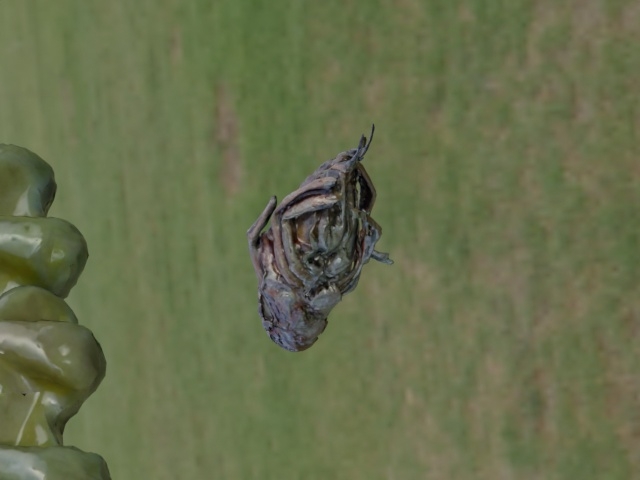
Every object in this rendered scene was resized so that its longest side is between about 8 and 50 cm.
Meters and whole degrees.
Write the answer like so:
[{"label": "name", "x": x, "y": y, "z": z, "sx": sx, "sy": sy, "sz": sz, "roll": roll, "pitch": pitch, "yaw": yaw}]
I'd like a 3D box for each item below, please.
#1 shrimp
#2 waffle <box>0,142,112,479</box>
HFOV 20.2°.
[{"label": "shrimp", "x": 0.000, "y": -0.001, "z": 1.158, "sx": 0.073, "sy": 0.075, "sz": 0.190, "roll": 57, "pitch": 135, "yaw": 33}, {"label": "waffle", "x": -0.207, "y": 0.091, "z": 0.680, "sx": 0.309, "sy": 0.056, "sz": 0.292, "roll": -45, "pitch": 40, "yaw": 11}]
